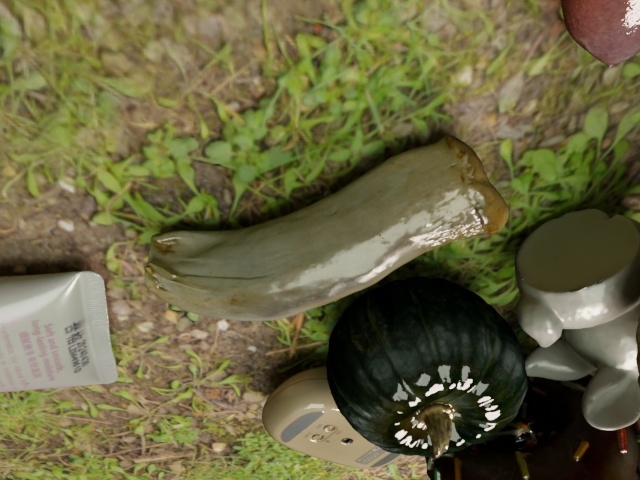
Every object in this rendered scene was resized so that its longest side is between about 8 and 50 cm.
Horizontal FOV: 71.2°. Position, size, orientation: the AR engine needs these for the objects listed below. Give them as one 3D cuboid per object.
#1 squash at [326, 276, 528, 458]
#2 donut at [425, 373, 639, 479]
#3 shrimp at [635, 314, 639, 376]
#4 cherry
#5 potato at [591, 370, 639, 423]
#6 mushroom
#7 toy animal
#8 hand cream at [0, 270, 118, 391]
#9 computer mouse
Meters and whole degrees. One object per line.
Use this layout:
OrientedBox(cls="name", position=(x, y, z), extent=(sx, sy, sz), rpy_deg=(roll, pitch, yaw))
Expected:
OrientedBox(cls="squash", position=(0.115, 0.142, 0.501), extent=(0.218, 0.172, 0.218), rpy_deg=(-1, 101, -8))
OrientedBox(cls="donut", position=(0.249, 0.245, 0.554), extent=(0.270, 0.269, 0.103), rpy_deg=(-24, 102, 11))
OrientedBox(cls="shrimp", position=(0.391, 0.012, 0.417), extent=(0.317, 0.077, 0.168), rpy_deg=(-43, 123, -12))
OrientedBox(cls="cherry", position=(0.219, -0.198, 0.313), extent=(0.106, 0.086, 0.126), rpy_deg=(2, 145, -17))
OrientedBox(cls="potato", position=(0.425, 0.313, 0.647), extent=(0.286, 0.242, 0.242), rpy_deg=(-3, 127, -1))
OrientedBox(cls="mushroom", position=(0.000, 0.000, 0.437), extent=(0.351, 0.095, 0.122), rpy_deg=(-18, 107, 6))
OrientedBox(cls="toy animal", position=(0.291, 0.077, 0.481), extent=(0.179, 0.127, 0.193), rpy_deg=(-38, 116, -15))
OrientedBox(cls="hand cream", position=(-0.410, 0.101, 0.461), extent=(0.359, 0.118, 0.185), rpy_deg=(0, 125, -16))
OrientedBox(cls="computer mouse", position=(0.033, 0.246, 0.626), extent=(0.237, 0.082, 0.145), rpy_deg=(27, 119, -26))
